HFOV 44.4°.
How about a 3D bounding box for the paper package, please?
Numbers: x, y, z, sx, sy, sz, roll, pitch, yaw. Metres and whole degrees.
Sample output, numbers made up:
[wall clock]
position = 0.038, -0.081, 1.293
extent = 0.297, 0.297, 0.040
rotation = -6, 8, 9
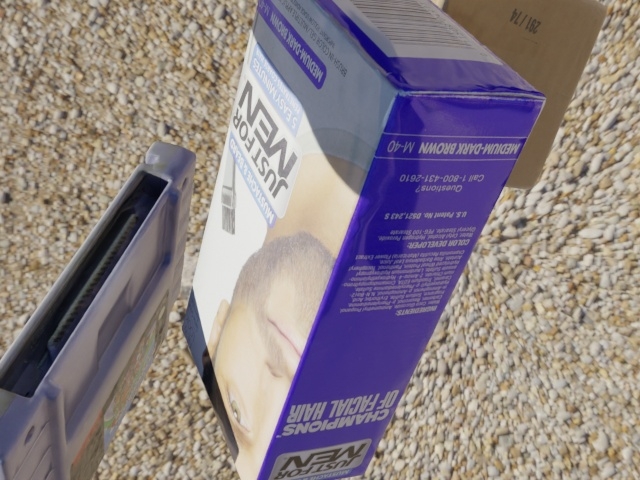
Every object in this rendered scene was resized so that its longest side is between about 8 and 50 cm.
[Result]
[paper package]
position = 0.208, -0.248, 1.122
extent = 0.168, 0.324, 0.310
rotation = 42, 121, 47

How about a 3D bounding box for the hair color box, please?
[hair color box]
position = 0.000, 0.000, 0.554
extent = 0.185, 0.110, 0.339
rotation = 57, 141, 43

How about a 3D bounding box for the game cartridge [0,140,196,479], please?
[game cartridge]
position = -0.203, 0.100, 0.718
extent = 0.068, 0.355, 0.230
rotation = 16, 135, 5
